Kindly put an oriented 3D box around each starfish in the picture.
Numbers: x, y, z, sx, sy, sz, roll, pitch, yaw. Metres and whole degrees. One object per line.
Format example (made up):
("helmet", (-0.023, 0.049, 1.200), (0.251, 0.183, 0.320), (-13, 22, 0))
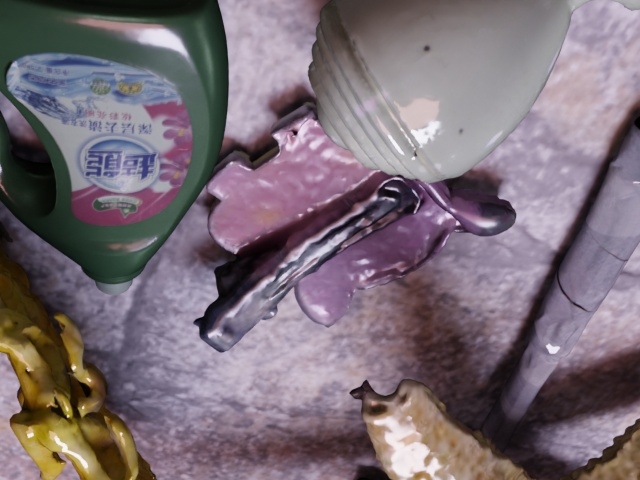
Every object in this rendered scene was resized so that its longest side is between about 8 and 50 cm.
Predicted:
("starfish", (0.099, 0.188, 0.678), (0.432, 0.082, 0.324), (-10, 139, -29))

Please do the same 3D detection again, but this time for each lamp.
("lamp", (0.081, -0.103, 0.502), (0.193, 0.106, 0.106), (-33, 129, 13))

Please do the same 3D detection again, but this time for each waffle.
("waffle", (-0.143, 0.110, 0.627), (0.060, 0.262, 0.280), (-32, 96, -15))

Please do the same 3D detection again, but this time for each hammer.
("hammer", (0.136, 0.085, 0.729), (0.152, 0.044, 0.427), (6, 134, -10))

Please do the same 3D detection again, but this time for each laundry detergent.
("laundry detergent", (-0.120, -0.050, 0.566), (0.137, 0.063, 0.211), (6, 137, -6))

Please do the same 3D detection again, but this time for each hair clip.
("hair clip", (-0.001, -0.005, 0.631), (0.187, 0.056, 0.146), (-39, 125, 20))
